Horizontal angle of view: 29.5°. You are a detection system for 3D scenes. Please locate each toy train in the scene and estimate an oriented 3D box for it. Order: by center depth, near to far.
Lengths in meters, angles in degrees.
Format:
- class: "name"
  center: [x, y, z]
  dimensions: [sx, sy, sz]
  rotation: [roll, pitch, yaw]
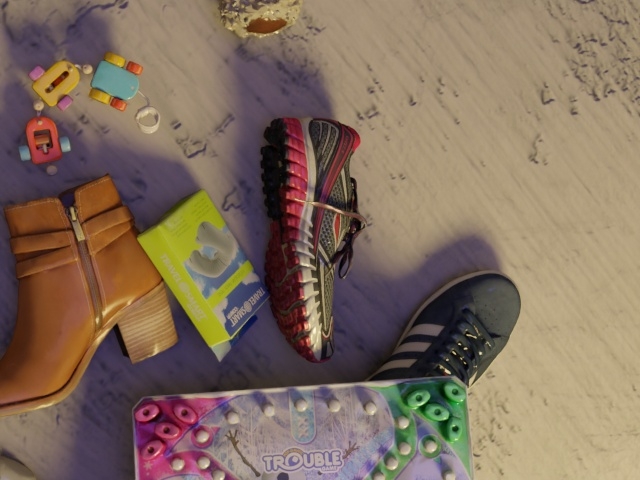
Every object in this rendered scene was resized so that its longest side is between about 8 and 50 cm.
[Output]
- class: "toy train"
  center: [-0.277, -0.151, 1.409]
  dimensions: [0.166, 0.046, 0.125]
  rotation: [-17, 99, -13]

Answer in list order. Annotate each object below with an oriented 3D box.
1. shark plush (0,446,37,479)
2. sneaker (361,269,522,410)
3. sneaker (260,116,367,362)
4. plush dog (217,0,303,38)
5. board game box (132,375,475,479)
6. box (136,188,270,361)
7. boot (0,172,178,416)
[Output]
- class: "shark plush"
  center: [-0.364, 0.288, 1.412]
  dimensions: [0.161, 0.073, 0.067]
  rotation: [32, 102, -37]
- class: "sneaker"
  center: [0.141, 0.177, 1.503]
  dimensions: [0.350, 0.148, 0.131]
  rotation: [-45, 104, -11]
- class: "sneaker"
  center: [0.000, 0.000, 1.465]
  dimensions: [0.112, 0.121, 0.299]
  rotation: [-2, 94, -22]
- class: "plush dog"
  center: [-0.097, -0.391, 1.384]
  dimensions: [0.225, 0.262, 0.210]
  rotation: [12, 55, -27]
- class: "board game box"
  center: [-0.010, 0.358, 1.362]
  dimensions: [0.390, 0.050, 0.390]
  rotation: [-4, 81, -2]
- class: "box"
  center: [-0.131, 0.040, 1.437]
  dimensions: [0.178, 0.042, 0.109]
  rotation: [58, 36, -12]
- class: "boot"
  center: [-0.314, 0.065, 1.369]
  dimensions: [0.283, 0.109, 0.220]
  rotation: [-24, 101, -18]
